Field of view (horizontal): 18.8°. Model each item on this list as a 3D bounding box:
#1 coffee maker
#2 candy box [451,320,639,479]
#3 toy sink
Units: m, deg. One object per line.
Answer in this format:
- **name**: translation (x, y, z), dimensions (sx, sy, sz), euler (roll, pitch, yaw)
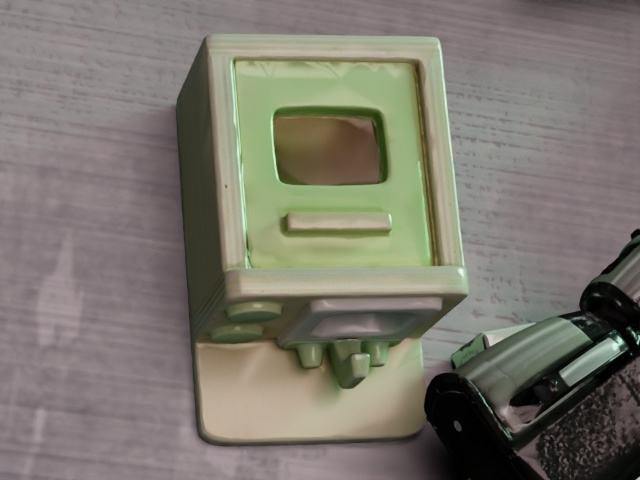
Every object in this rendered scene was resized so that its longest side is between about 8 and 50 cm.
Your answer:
- **coffee maker**: translation (0.177, 0.107, 1.157), dimensions (0.178, 0.120, 0.171), euler (-32, 106, -18)
- **candy box**: translation (0.190, 0.144, 1.236), dimensions (0.165, 0.070, 0.196), euler (-10, 76, -16)
- **toy sink**: translation (0.000, 0.000, 1.200), dimensions (0.153, 0.131, 0.234), euler (0, 74, -14)
